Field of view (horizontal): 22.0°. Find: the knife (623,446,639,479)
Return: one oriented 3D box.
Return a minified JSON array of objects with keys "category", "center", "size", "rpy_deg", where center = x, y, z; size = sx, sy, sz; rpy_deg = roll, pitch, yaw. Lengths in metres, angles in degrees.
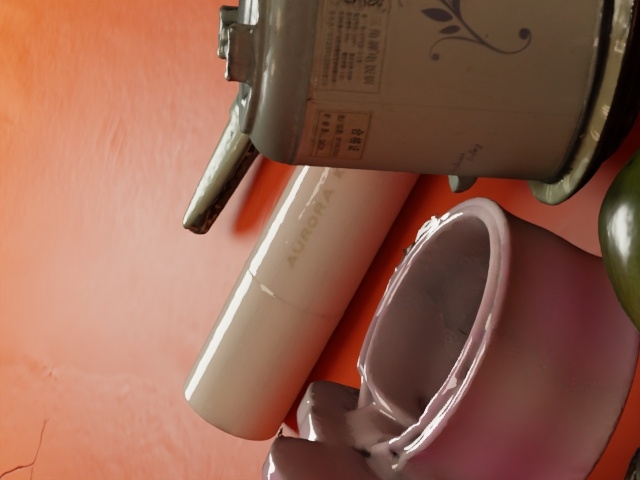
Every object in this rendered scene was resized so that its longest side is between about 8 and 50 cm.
[{"category":"knife","center":[0.156,0.285,1.014],"size":[0.089,0.043,0.365],"rpy_deg":[-86,16,-76]}]

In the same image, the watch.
[{"category":"watch","center":[0.090,0.094,1.017],"size":[0.217,0.211,0.248],"rpy_deg":[-60,16,17]}]

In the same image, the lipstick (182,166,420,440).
[{"category":"lipstick","center":[0.000,0.000,1.265],"size":[0.327,0.087,0.087],"rpy_deg":[-62,39,19]}]

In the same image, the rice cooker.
[{"category":"rice cooker","center":[0.086,-0.163,1.041],"size":[0.317,0.316,0.264],"rpy_deg":[-51,24,30]}]

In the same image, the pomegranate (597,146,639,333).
[{"category":"pomegranate","center":[0.249,0.029,0.872],"size":[0.181,0.181,0.224],"rpy_deg":[-26,79,47]}]

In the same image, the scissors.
[{"category":"scissors","center":[-0.044,-0.125,1.400],"size":[0.138,0.041,0.289],"rpy_deg":[47,116,40]}]
